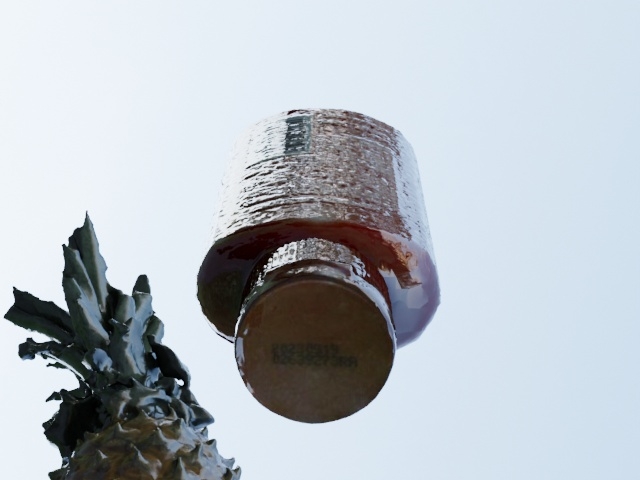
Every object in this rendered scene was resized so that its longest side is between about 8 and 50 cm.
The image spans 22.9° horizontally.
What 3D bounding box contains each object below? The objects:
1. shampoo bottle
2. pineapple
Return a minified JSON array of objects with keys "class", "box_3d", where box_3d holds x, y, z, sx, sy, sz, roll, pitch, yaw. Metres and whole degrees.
[{"class":"shampoo bottle","box_3d":[0.000,0.001,0.816,0.314,0.118,0.076,-90,-174,-72]},{"class":"pineapple","box_3d":[-0.134,0.140,1.121,0.165,0.165,0.364,-39,-145,13]}]
